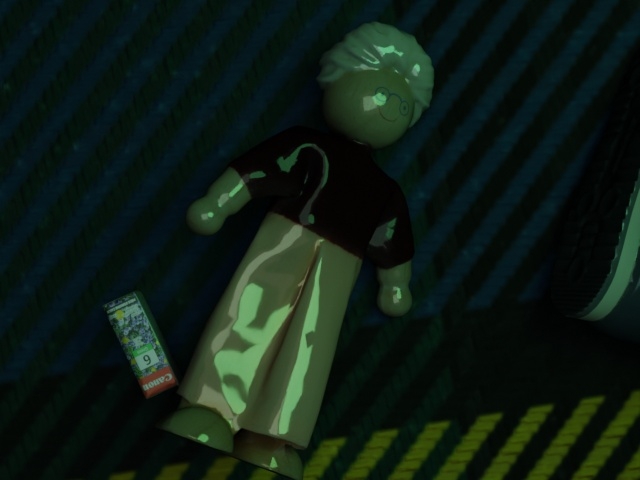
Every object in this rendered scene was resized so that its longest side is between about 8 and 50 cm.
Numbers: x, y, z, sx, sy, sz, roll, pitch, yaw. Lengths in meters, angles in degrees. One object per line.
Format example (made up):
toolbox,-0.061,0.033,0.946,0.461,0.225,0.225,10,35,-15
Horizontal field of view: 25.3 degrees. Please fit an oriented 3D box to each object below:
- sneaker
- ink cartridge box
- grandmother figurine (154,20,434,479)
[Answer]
sneaker,0.294,-0.067,1.102,0.131,0.112,0.319,25,90,-19
ink cartridge box,-0.127,0.095,1.083,0.029,0.063,0.115,-25,90,-3
grandmother figurine,0.000,0.000,1.058,0.208,0.104,0.342,30,76,-45
